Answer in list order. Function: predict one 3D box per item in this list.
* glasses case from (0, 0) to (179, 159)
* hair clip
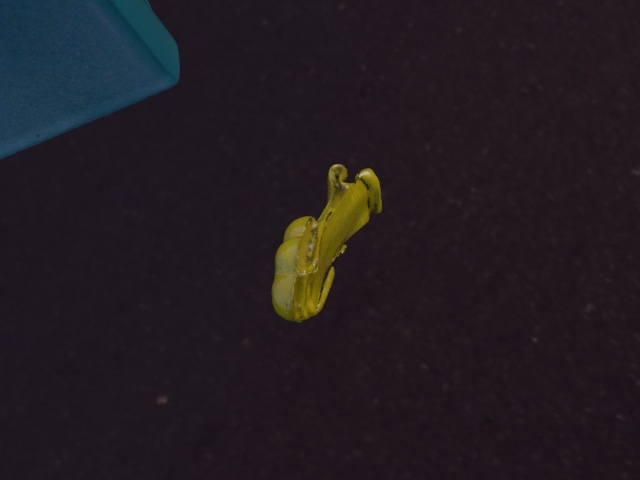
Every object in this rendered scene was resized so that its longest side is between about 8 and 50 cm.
[{"bbox_3d":[-0.178,-0.155,0.508,0.117,0.301,0.070,-19,46,17],"label":"glasses case"},{"bbox_3d":[0.000,0.000,1.040,0.046,0.072,0.173,8,39,19],"label":"hair clip"}]
